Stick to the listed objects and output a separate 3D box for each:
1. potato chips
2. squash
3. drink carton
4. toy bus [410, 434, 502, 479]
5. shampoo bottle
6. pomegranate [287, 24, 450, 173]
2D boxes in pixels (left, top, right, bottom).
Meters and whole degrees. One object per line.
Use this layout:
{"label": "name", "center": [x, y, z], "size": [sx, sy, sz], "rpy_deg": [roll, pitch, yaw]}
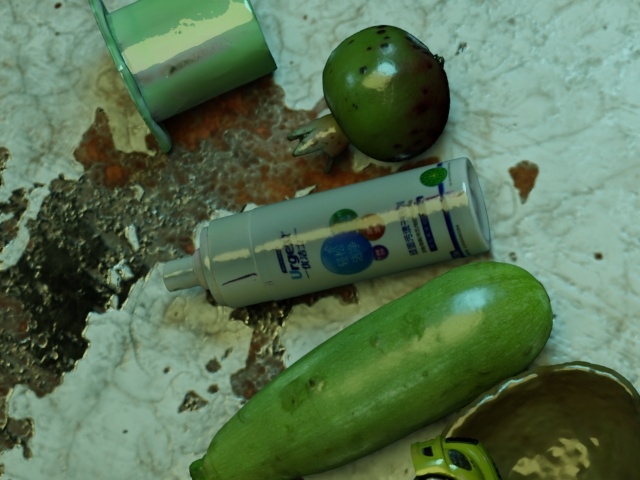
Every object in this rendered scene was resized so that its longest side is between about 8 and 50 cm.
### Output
{"label": "potato chips", "center": [0.198, 0.202, 1.724], "size": [0.195, 0.062, 0.208], "rpy_deg": [22, 87, 13]}
{"label": "squash", "center": [0.037, 0.131, 1.770], "size": [0.371, 0.118, 0.118], "rpy_deg": [-28, 68, 9]}
{"label": "drink carton", "center": [-0.127, -0.191, 1.908], "size": [0.142, 0.144, 0.146], "rpy_deg": [-24, 68, 2]}
{"label": "toy bus", "center": [0.173, 0.309, 1.622], "size": [0.151, 0.145, 0.331], "rpy_deg": [-18, 87, 5]}
{"label": "shampoo bottle", "center": [0.000, 0.000, 1.832], "size": [0.303, 0.092, 0.092], "rpy_deg": [-13, 70, 11]}
{"label": "pomegranate", "center": [0.052, -0.119, 1.842], "size": [0.129, 0.129, 0.159], "rpy_deg": [35, 105, 23]}
